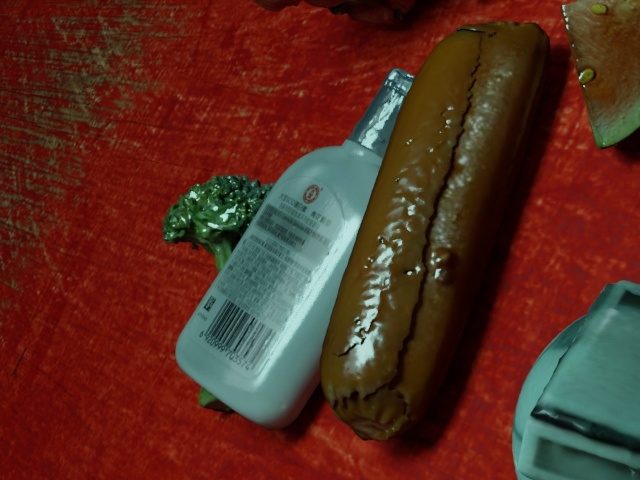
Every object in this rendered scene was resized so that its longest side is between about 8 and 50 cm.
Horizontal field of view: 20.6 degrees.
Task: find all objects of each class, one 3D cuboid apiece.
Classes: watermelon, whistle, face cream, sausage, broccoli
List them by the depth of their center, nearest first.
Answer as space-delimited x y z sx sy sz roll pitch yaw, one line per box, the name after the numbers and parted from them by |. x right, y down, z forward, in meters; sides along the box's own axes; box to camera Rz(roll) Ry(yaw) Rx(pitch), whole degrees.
0.161 0.110 0.857 0.163 0.163 0.290 -47 -4 25 | whistle
0.192 -0.125 1.156 0.125 0.094 0.135 -15 55 45 | watermelon
0.080 -0.018 1.242 0.102 0.102 0.330 -13 52 56 | sausage
0.000 0.000 1.372 0.144 0.071 0.291 29 87 46 | face cream
-0.074 0.041 1.471 0.118 0.122 0.204 139 137 -62 | broccoli

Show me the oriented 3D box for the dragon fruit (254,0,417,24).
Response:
0.028 -0.297 1.441 0.305 0.305 0.225 8 94 62 | dragon fruit
